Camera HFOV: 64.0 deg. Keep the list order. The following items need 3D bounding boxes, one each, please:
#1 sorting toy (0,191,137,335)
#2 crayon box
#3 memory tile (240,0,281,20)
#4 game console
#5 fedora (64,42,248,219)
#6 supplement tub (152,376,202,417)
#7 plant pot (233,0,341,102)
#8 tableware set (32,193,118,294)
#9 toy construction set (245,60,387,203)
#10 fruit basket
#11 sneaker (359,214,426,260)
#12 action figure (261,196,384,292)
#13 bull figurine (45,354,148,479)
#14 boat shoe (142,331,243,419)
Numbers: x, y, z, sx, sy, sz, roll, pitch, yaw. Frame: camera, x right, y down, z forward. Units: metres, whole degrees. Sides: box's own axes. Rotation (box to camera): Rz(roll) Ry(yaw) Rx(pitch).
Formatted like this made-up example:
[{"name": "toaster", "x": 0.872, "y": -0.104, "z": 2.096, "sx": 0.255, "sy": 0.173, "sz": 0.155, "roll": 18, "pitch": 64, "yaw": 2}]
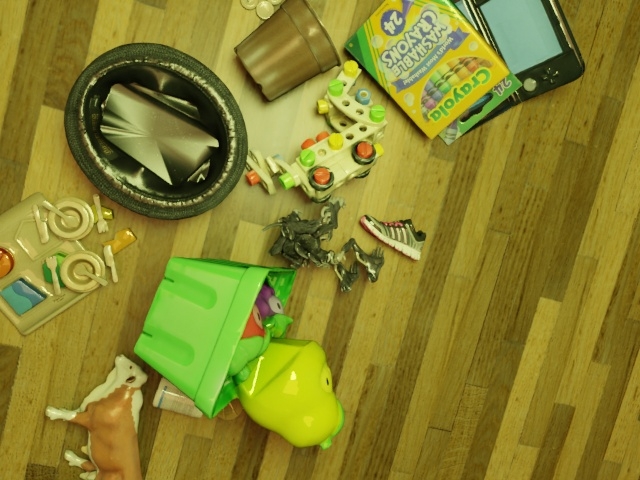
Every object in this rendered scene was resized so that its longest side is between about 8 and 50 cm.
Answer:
[{"name": "sorting toy", "x": -0.551, "y": 0.023, "z": 1.043, "sx": 0.307, "sy": 0.041, "sz": 0.229, "roll": -34, "pitch": 101, "yaw": -3}, {"name": "crayon box", "x": 0.234, "y": -0.361, "z": 1.052, "sx": 0.323, "sy": 0.083, "sz": 0.203, "roll": 43, "pitch": 120, "yaw": -11}, {"name": "memory tile", "x": -0.141, "y": -0.538, "z": 1.052, "sx": 0.148, "sy": 0.012, "sz": 0.113, "roll": 34, "pitch": 91, "yaw": -12}, {"name": "game console", "x": 0.354, "y": -0.406, "z": 1.073, "sx": 0.173, "sy": 0.250, "sz": 0.293, "roll": -37, "pitch": 103, "yaw": -30}, {"name": "fedora", "x": -0.306, "y": -0.205, "z": 0.996, "sx": 0.333, "sy": 0.152, "sz": 0.335, "roll": -2, "pitch": 100, "yaw": -11}, {"name": "supplement tub", "x": -0.300, "y": 0.337, "z": 1.108, "sx": 0.107, "sy": 0.071, "sz": 0.071, "roll": 20, "pitch": 94, "yaw": -10}, {"name": "plant pot", "x": -0.072, "y": -0.374, "z": 1.016, "sx": 0.165, "sy": 0.167, "sz": 0.167, "roll": -33, "pitch": 101, "yaw": 4}, {"name": "tableware set", "x": -0.488, "y": 0.010, "z": 1.020, "sx": 0.128, "sy": 0.039, "sz": 0.194, "roll": -13, "pitch": 96, "yaw": -13}, {"name": "toy construction set", "x": -0.001, "y": -0.197, "z": 1.032, "sx": 0.327, "sy": 0.151, "sz": 0.215, "roll": -37, "pitch": 75, "yaw": -2}, {"name": "fruit basket", "x": -0.097, "y": 0.191, "z": 0.928, "sx": 0.391, "sy": 0.392, "sz": 0.283, "roll": 22, "pitch": 89, "yaw": -11}, {"name": "sneaker", "x": 0.167, "y": -0.024, "z": 1.141, "sx": 0.170, "sy": 0.063, "sz": 0.075, "roll": 29, "pitch": 92, "yaw": -16}, {"name": "action figure", "x": 0.000, "y": 0.000, "z": 1.065, "sx": 0.164, "sy": 0.141, "sz": 0.275, "roll": -34, "pitch": 130, "yaw": 30}, {"name": "bull figurine", "x": -0.457, "y": 0.400, "z": 1.078, "sx": 0.188, "sy": 0.101, "sz": 0.311, "roll": -1, "pitch": 95, "yaw": -5}, {"name": "boat shoe", "x": -0.261, "y": 0.265, "z": 1.096, "sx": 0.277, "sy": 0.096, "sz": 0.098, "roll": 42, "pitch": 102, "yaw": 9}]
